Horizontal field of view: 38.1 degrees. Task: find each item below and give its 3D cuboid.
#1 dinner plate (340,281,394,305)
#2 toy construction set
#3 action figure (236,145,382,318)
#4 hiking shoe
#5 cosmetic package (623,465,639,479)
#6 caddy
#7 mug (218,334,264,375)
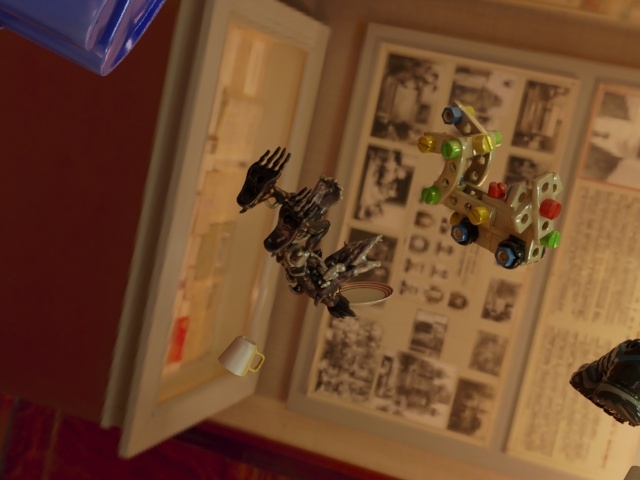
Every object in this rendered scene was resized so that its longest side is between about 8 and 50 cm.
[{"bbox_3d":[0.085,0.115,1.954,0.141,0.141,0.017,-43,133,-66],"label":"dinner plate"},{"bbox_3d":[0.285,-0.078,1.492,0.328,0.151,0.215,-134,-135,-55],"label":"toy construction set"},{"bbox_3d":[0.000,0.000,1.183,0.141,0.164,0.276,-39,150,-3],"label":"action figure"},{"bbox_3d":[0.511,0.230,1.551,0.132,0.113,0.304,-53,177,-1],"label":"hiking shoe"},{"bbox_3d":[0.267,0.296,0.763,0.231,0.085,0.117,-30,116,-49],"label":"cosmetic package"},{"bbox_3d":[-0.225,-0.335,0.925,0.341,0.179,0.241,-58,-177,-6],"label":"caddy"},{"bbox_3d":[-0.152,0.220,1.797,0.064,0.062,0.078,-58,153,6],"label":"mug"}]
